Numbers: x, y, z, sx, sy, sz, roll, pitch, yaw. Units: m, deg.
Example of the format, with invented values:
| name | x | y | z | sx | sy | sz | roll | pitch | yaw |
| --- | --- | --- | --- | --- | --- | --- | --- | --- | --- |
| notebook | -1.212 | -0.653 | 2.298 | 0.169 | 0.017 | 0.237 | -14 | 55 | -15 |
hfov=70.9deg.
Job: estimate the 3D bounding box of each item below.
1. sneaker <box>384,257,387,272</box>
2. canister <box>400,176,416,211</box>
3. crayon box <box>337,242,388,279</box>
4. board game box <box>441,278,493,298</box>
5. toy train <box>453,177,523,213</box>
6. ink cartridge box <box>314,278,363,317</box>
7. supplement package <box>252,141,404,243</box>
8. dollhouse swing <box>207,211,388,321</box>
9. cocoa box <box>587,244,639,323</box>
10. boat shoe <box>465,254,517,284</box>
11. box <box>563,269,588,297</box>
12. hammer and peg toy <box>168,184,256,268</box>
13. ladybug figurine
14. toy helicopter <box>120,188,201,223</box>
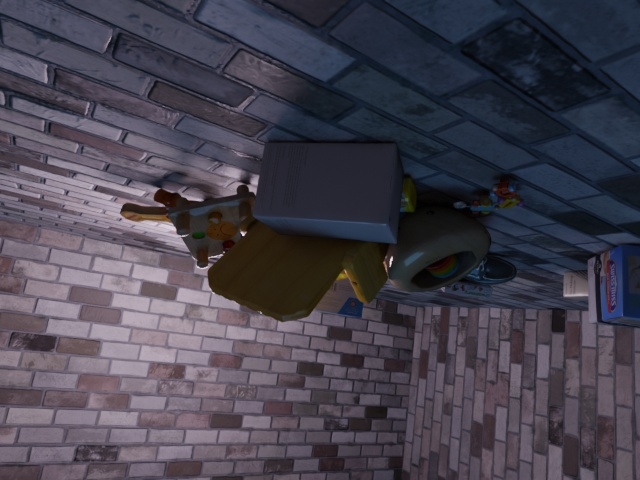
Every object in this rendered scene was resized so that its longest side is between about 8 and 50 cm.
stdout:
| name | x | y | z | sx | sy | sz | roll | pitch | yaw |
| --- | --- | --- | --- | --- | --- | --- | --- | --- | --- |
| sneaker | 0.327 | 0.088 | 1.943 | 0.130 | 0.112 | 0.296 | -8 | 171 | -7 |
| canister | 0.149 | -0.114 | 1.133 | 0.169 | 0.074 | 0.126 | 2 | 167 | 21 |
| crayon box | 0.000 | 0.000 | 1.444 | 0.313 | 0.106 | 0.363 | 33 | 161 | -13 |
| board game box | 0.569 | 0.159 | 1.895 | 0.192 | 0.053 | 0.305 | 9 | -168 | -4 |
| toy train | 0.404 | -0.109 | 1.064 | 0.125 | 0.046 | 0.166 | 16 | 162 | -29 |
| ink cartridge box | 0.061 | 0.134 | 1.777 | 0.223 | 0.308 | 0.129 | 14 | 169 | -27 |
| supplement package | 0.027 | -0.104 | 1.006 | 0.292 | 0.178 | 0.175 | 5 | 168 | 17 |
| dollhouse swing | -0.059 | 0.104 | 1.166 | 0.346 | 0.305 | 0.315 | 16 | 152 | 28 |
| cocoa box | 1.070 | 0.159 | 1.410 | 0.346 | 0.232 | 0.228 | 6 | 167 | 9 |
| boat shoe | 0.592 | 0.099 | 1.731 | 0.319 | 0.117 | 0.099 | 11 | 171 | 15 |
| box | 1.095 | 0.172 | 1.751 | 0.094 | 0.113 | 0.275 | 13 | 166 | -20 |
| hammer and peg toy | -0.286 | -0.011 | 1.409 | 0.265 | 0.128 | 0.361 | -12 | 146 | -1 |
| ladybug figurine | 0.329 | 0.024 | 1.306 | 0.304 | 0.162 | 0.449 | -29 | 154 | 13 |
| toy helicopter | -0.505 | -0.092 | 1.502 | 0.354 | 0.140 | 0.235 | 3 | 157 | 7 |
